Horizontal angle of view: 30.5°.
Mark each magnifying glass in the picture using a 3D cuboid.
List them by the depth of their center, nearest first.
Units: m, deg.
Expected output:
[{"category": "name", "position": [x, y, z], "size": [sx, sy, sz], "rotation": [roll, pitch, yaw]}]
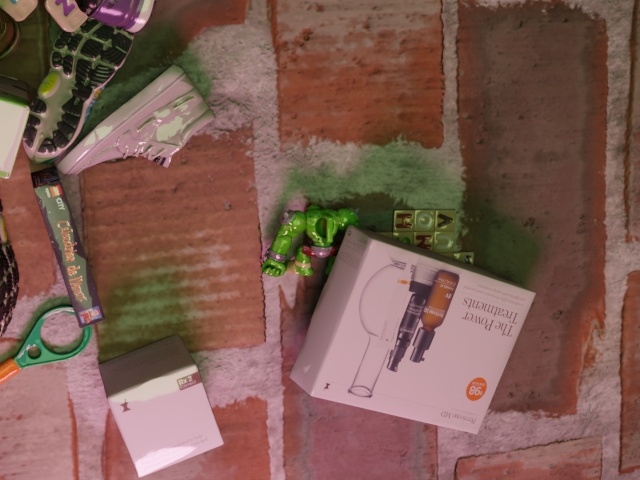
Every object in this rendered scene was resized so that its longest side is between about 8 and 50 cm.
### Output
[{"category": "magnifying glass", "position": [-0.484, 0.190, 1.954], "size": [0.231, 0.026, 0.092], "rotation": [-35, 108, -8]}]

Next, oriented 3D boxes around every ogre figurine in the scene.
[{"category": "ogre figurine", "position": [0.000, 0.000, 2.008], "size": [0.197, 0.097, 0.118], "rotation": [4, 112, -5]}]

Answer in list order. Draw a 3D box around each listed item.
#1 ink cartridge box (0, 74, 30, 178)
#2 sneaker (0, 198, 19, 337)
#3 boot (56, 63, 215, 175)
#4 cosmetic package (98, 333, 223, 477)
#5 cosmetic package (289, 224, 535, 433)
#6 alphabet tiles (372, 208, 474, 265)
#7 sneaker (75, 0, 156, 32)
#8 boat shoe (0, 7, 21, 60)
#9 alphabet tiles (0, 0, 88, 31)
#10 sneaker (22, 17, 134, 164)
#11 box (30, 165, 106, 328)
[{"category": "ink cartridge box", "position": [-0.539, -0.192, 1.726], "size": [0.198, 0.273, 0.115], "rotation": [16, 100, -17]}, {"category": "sneaker", "position": [-0.558, 0.025, 1.873], "size": [0.118, 0.107, 0.279], "rotation": [-6, 101, 5]}, {"category": "boot", "position": [-0.291, -0.161, 1.891], "size": [0.258, 0.095, 0.123], "rotation": [-40, 102, -5]}, {"category": "cosmetic package", "position": [-0.266, 0.269, 1.943], "size": [0.151, 0.183, 0.152], "rotation": [-21, 106, -10]}, {"category": "cosmetic package", "position": [0.165, 0.162, 2.045], "size": [0.377, 0.097, 0.285], "rotation": [17, 99, -32]}, {"category": "alphabet tiles", "position": [0.182, 0.061, 2.115], "size": [0.198, 0.009, 0.237], "rotation": [-1, 102, -15]}, {"category": "sneaker", "position": [-0.297, -0.471, 1.791], "size": [0.124, 0.107, 0.283], "rotation": [13, 88, -36]}, {"category": "boat shoe", "position": [-0.587, -0.339, 1.697], "size": [0.307, 0.104, 0.111], "rotation": [18, 79, 10]}, {"category": "alphabet tiles", "position": [-0.411, -0.470, 1.771], "size": [0.284, 0.021, 0.278], "rotation": [-52, 127, -22]}, {"category": "sneaker", "position": [-0.389, -0.242, 1.847], "size": [0.107, 0.110, 0.275], "rotation": [29, 74, -3]}, {"category": "box", "position": [-0.402, 0.007, 1.864], "size": [0.044, 0.159, 0.233], "rotation": [-18, 105, -11]}]
